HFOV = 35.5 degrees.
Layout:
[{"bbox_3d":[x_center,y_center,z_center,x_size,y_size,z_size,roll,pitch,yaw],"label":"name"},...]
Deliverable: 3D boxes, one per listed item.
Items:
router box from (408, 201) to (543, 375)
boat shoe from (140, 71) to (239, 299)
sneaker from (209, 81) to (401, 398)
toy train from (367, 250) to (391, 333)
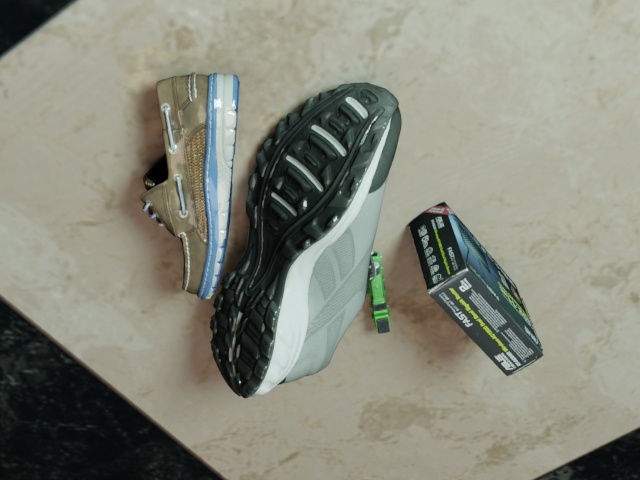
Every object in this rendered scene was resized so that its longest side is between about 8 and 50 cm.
[{"bbox_3d":[0.125,0.039,0.811,0.038,0.092,0.122,-34,123,18],"label":"router box"},{"bbox_3d":[-0.099,-0.040,0.750,0.066,0.066,0.183,5,116,-4],"label":"boat shoe"},{"bbox_3d":[0.000,0.000,0.779,0.108,0.100,0.272,-4,128,-40],"label":"sneaker"},{"bbox_3d":[0.048,0.045,0.849,0.017,0.024,0.083,-10,127,1],"label":"toy train"}]
